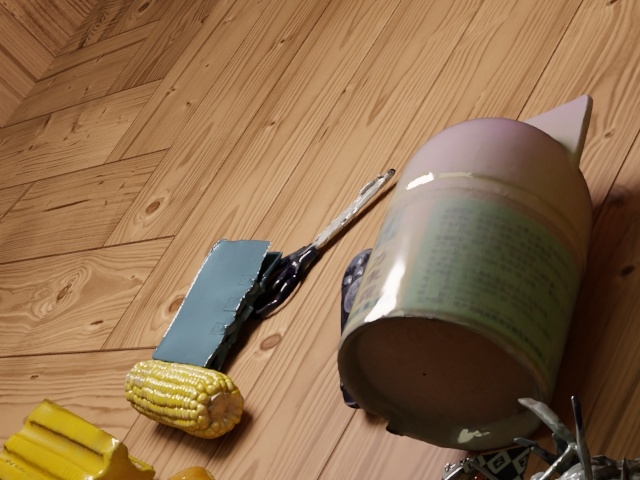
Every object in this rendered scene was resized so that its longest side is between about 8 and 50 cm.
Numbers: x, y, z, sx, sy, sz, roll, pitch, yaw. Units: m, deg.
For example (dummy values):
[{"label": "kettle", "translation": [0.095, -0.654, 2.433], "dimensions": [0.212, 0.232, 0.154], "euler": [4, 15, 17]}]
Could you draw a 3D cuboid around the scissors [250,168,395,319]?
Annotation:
[{"label": "scissors", "translation": [0.000, 0.000, 2.253], "dimensions": [0.300, 0.022, 0.109], "euler": [-45, 24, 6]}]

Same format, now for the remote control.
[{"label": "remote control", "translation": [0.070, 0.117, 1.957], "dimensions": [0.090, 0.066, 0.266], "euler": [-44, 27, 33]}]

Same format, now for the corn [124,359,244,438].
[{"label": "corn", "translation": [-0.189, 0.216, 2.137], "dimensions": [0.093, 0.093, 0.244], "euler": [-53, 26, -16]}]

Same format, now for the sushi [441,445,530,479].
[{"label": "sushi", "translation": [0.157, 0.268, 1.633], "dimensions": [0.120, 0.026, 0.126], "euler": [-23, 33, 39]}]

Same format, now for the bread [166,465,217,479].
[{"label": "bread", "translation": [-0.146, 0.372, 1.816], "dimensions": [0.174, 0.121, 0.245], "euler": [-49, 24, -5]}]

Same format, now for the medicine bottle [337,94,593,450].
[{"label": "medicine bottle", "translation": [0.183, 0.008, 1.737], "dimensions": [0.235, 0.236, 0.406], "euler": [-21, 36, 40]}]

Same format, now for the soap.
[{"label": "soap", "translation": [-0.376, 0.354, 2.200], "dimensions": [0.204, 0.096, 0.324], "euler": [-53, 27, -15]}]

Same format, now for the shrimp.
[{"label": "shrimp", "translation": [0.185, 0.294, 1.427], "dimensions": [0.410, 0.166, 0.221], "euler": [-54, 10, 10]}]

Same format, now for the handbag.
[{"label": "handbag", "translation": [-0.149, 0.100, 2.271], "dimensions": [0.144, 0.057, 0.221], "euler": [1, 55, 55]}]
